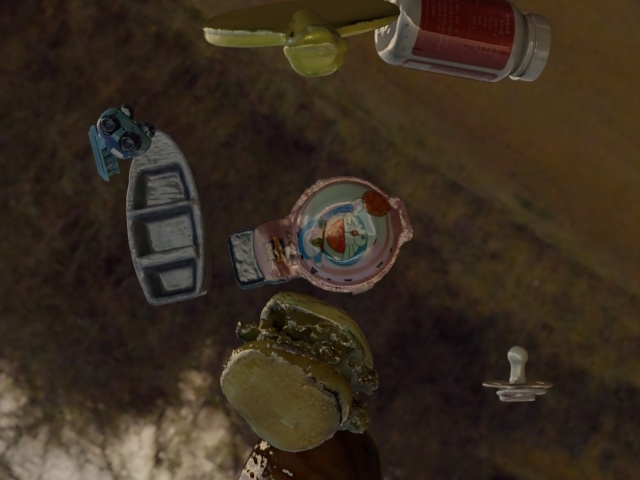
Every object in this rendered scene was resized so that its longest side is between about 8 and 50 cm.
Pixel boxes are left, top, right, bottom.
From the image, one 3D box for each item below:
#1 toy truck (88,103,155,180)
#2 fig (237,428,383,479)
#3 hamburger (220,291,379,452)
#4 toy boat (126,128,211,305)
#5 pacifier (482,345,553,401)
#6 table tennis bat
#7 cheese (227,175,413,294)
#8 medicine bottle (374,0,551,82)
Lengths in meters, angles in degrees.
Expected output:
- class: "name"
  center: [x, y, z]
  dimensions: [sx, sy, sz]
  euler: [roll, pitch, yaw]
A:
- class: "toy truck"
  center: [-0.259, -0.121, 1.739]
  dimensions: [0.073, 0.090, 0.056]
  euler: [41, -145, 2]
- class: "fig"
  center: [-0.005, 0.351, 1.883]
  dimensions: [0.214, 0.235, 0.235]
  euler: [-3, 159, 24]
- class: "hamburger"
  center: [-0.010, 0.143, 1.490]
  dimensions: [0.185, 0.131, 0.159]
  euler: [48, 135, -12]
- class: "toy boat"
  center: [-0.241, -0.037, 2.175]
  dimensions: [0.127, 0.282, 0.078]
  euler: [-11, 166, 13]
- class: "pacifier"
  center: [0.277, 0.185, 1.907]
  dimensions: [0.099, 0.078, 0.081]
  euler: [2, 178, -15]
- class: "table tennis bat"
  center: [-0.015, -0.229, 1.487]
  dimensions: [0.224, 0.054, 0.368]
  euler: [-7, -163, -4]
- class: "cheese"
  center: [0.000, 0.000, 2.125]
  dimensions: [0.286, 0.188, 0.074]
  euler: [-13, 170, 5]
- class: "medicine bottle"
  center: [0.216, -0.313, 2.087]
  dimensions: [0.250, 0.131, 0.131]
  euler: [7, -176, -19]
